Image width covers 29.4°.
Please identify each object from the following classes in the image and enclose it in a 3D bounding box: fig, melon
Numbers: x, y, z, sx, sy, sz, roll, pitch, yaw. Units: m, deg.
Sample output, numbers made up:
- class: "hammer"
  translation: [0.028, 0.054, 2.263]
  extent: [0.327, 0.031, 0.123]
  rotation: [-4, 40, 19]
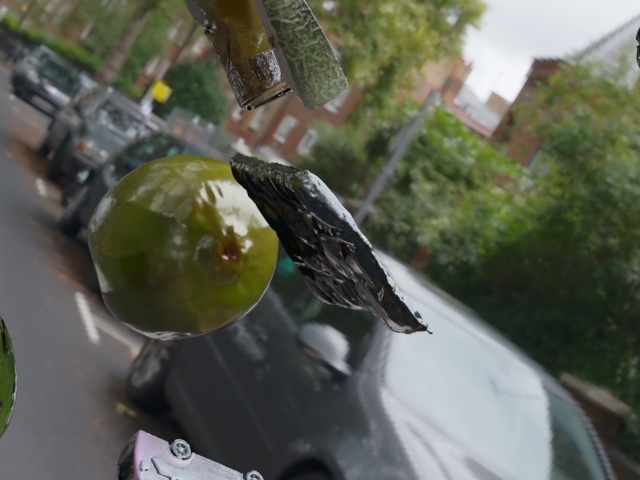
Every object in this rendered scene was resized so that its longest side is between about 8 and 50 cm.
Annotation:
- class: "fig"
  translation: [-0.161, 0.014, 1.339]
  extent: [0.207, 0.207, 0.230]
  rotation: [32, -36, -29]
- class: "melon"
  translation: [-0.038, -0.233, 1.326]
  extent: [0.098, 0.054, 0.182]
  rotation: [41, -20, 47]

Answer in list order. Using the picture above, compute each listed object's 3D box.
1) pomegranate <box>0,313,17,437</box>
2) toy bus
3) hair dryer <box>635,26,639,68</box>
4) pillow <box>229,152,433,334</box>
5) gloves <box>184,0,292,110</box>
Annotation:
- class: "pomegranate"
  translation: [-0.405, 0.115, 1.078]
  extent: [0.270, 0.254, 0.254]
  rotation: [31, 0, 15]
- class: "toy bus"
  translation: [-0.080, 0.180, 0.852]
  extent: [0.130, 0.037, 0.052]
  rotation: [27, 37, -20]
- class: "hair dryer"
  translation: [0.374, -0.154, 1.012]
  extent: [0.219, 0.088, 0.225]
  rotation: [2, 19, 13]
- class: "pillow"
  translation: [0.000, 0.001, 1.135]
  extent: [0.189, 0.034, 0.255]
  rotation: [52, -12, -17]
- class: "gloves"
  translation: [-0.119, -0.340, 1.638]
  extent: [0.154, 0.141, 0.331]
  rotation: [-37, 111, -65]
